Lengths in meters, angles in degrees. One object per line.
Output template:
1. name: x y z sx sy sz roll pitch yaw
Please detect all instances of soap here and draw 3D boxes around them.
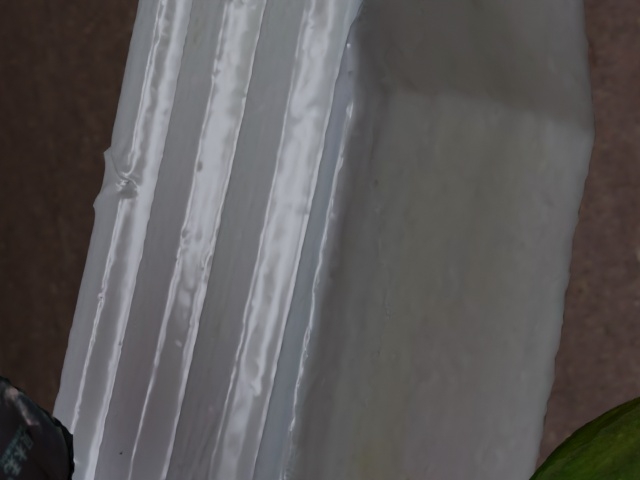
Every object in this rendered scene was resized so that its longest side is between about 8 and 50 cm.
1. soap: 0.000 0.000 1.082 0.350 0.213 0.435 10 90 60

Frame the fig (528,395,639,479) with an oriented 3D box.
1. fig: 0.122 0.123 0.664 0.123 0.156 0.123 177 90 -74

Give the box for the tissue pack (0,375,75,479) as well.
1. tissue pack: -0.306 0.220 0.703 0.264 0.253 0.416 -43 18 34
